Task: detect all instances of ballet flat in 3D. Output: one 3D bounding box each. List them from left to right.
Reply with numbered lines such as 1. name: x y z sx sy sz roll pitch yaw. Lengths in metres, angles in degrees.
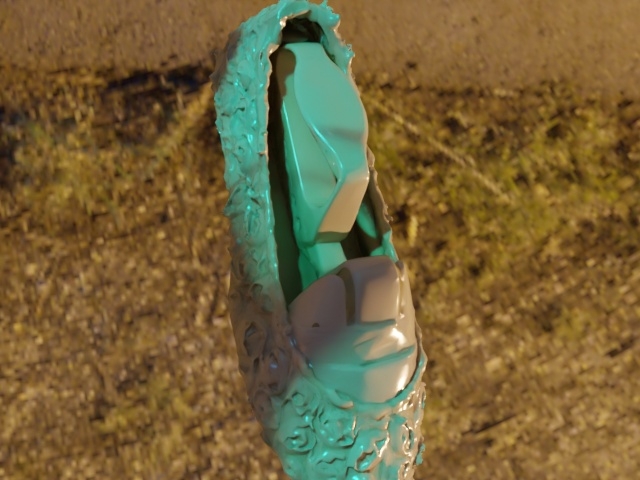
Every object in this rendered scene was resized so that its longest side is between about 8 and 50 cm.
1. ballet flat: 0.000 0.000 1.040 0.147 0.408 0.147 -13 164 -4
